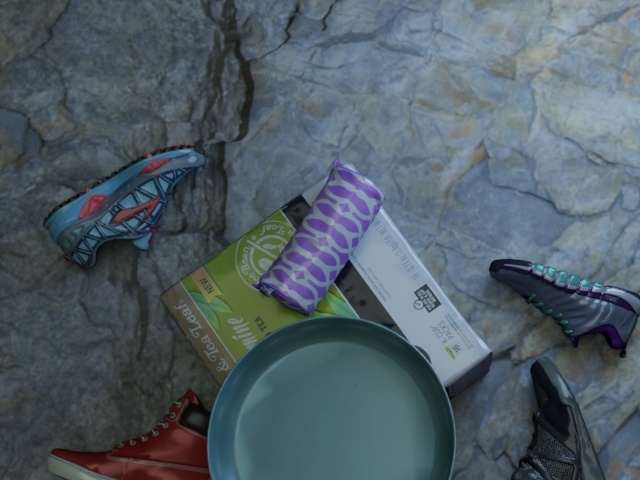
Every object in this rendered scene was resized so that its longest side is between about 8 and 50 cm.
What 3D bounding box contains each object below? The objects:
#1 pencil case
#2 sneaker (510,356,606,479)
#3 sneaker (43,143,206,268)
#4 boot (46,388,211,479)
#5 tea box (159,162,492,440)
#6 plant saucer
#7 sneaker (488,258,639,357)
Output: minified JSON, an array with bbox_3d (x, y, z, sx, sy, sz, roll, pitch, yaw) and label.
[{"bbox_3d":[0.000,0.000,1.771,0.088,0.086,0.206,29,79,38],"label":"pencil case"},{"bbox_3d":[0.308,0.280,1.900,0.130,0.087,0.227,-17,77,3],"label":"sneaker"},{"bbox_3d":[-0.273,-0.048,2.039,0.262,0.104,0.125,-30,94,3],"label":"sneaker"},{"bbox_3d":[-0.258,0.287,1.961,0.244,0.088,0.176,13,79,0],"label":"boot"},{"bbox_3d":[0.012,0.131,1.894,0.323,0.220,0.329,-37,77,-2],"label":"tea box"},{"bbox_3d":[0.014,0.254,1.720,0.318,0.044,0.317,-3,76,12],"label":"plant saucer"},{"bbox_3d":[0.340,0.094,1.941,0.224,0.083,0.098,16,85,8],"label":"sneaker"}]
